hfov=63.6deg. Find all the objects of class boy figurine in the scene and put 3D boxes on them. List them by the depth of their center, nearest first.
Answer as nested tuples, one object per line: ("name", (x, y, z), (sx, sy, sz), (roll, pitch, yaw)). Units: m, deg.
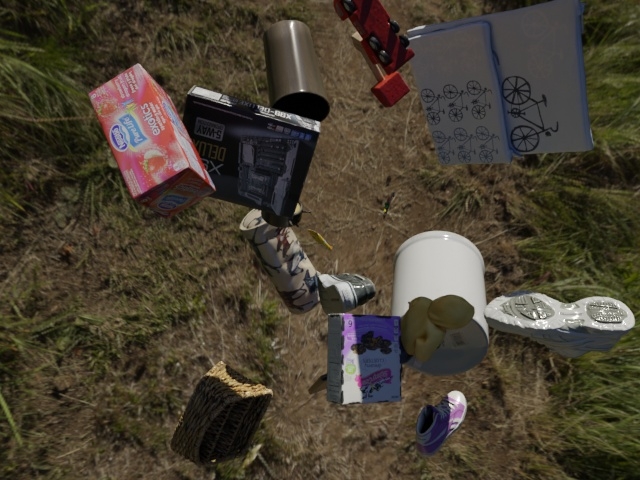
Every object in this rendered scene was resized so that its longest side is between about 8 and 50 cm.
("boy figurine", (0.240, 0.205, 1.222), (0.092, 0.285, 0.177), (26, 38, -23))

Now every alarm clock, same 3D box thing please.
("alarm clock", (-0.137, -0.101, 1.623), (0.192, 0.064, 0.129), (30, 40, 20))

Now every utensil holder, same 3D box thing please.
("utensil holder", (0.390, 0.207, 1.730), (0.327, 0.327, 0.385), (17, 37, 2))

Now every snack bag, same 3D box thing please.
("snack bag", (0.361, -0.296, 1.046), (0.342, 0.323, 0.037), (4, 41, 38))

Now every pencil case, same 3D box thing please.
("pencil case", (-0.124, 0.058, 1.842), (0.183, 0.160, 0.410), (-40, 115, -25))

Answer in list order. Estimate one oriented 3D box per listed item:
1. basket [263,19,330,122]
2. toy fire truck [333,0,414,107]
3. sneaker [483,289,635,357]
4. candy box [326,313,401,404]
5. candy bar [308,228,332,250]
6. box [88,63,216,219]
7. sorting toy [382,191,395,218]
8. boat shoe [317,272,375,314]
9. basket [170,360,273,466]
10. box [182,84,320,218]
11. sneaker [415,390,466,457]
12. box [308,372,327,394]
("basket", (-0.071, -0.437, 1.348), (0.154, 0.204, 0.227), (-12, 77, 9))
("toy fire truck", (0.083, -0.300, 0.797), (0.047, 0.135, 0.192), (-41, 106, -4))
("sneaker", (0.398, 0.157, 0.884), (0.232, 0.115, 0.090), (5, 41, 14))
("candy box", (0.101, 0.269, 1.181), (0.165, 0.070, 0.196), (7, 78, -29))
("candy bar", (0.000, 0.000, 1.746), (0.040, 0.161, 0.018), (20, 78, 26))
("box", (-0.322, -0.187, 0.991), (0.122, 0.128, 0.257), (-30, 72, 2))
("sorting toy", (0.154, -0.083, 1.183), (0.012, 0.083, 0.062), (23, 87, 8))
("boat shoe", (0.072, 0.156, 1.501), (0.119, 0.335, 0.121), (-12, 94, -13))
("basket", (-0.324, 0.591, 1.675), (0.223, 0.213, 0.299), (29, 106, 8))
("box", (-0.180, -0.205, 1.235), (0.307, 0.242, 0.076), (15, 31, -9))
("sneaker", (0.423, 0.602, 1.795), (0.102, 0.161, 0.282), (13, 41, 37))
("box", (0.056, 0.426, 1.610), (0.164, 0.201, 0.021), (-15, 67, -20))
